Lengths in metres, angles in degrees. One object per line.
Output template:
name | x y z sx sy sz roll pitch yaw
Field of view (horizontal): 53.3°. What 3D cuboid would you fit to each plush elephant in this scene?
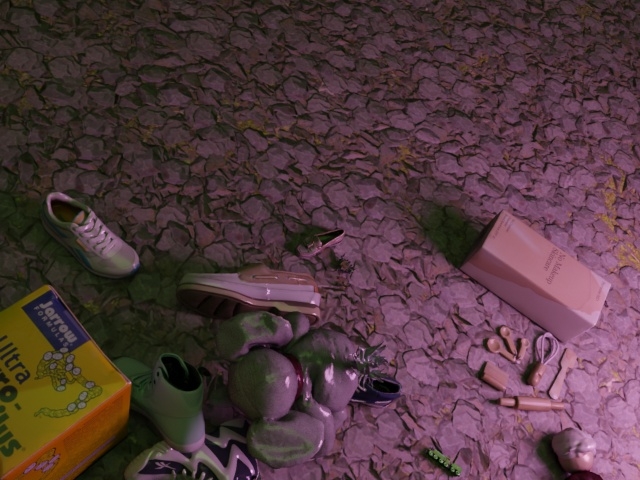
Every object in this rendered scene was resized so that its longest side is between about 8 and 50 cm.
plush elephant | -0.070 0.250 1.106 0.255 0.330 0.272 0 68 -34

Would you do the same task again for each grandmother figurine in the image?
grandmother figurine | 0.546 0.551 1.288 0.207 0.104 0.342 22 50 -38

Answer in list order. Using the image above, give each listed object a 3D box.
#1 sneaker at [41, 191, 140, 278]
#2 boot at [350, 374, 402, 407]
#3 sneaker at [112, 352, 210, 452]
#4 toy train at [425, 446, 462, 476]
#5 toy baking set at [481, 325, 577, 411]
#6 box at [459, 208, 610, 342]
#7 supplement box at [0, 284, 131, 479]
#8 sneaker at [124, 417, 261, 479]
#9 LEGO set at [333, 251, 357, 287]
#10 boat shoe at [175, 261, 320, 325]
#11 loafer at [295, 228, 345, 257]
sneaker | -0.463 -0.008 1.275 0.228 0.092 0.087 34 56 1
boot | 0.066 0.287 1.282 0.190 0.086 0.069 12 59 -11
sneaker | -0.284 0.237 1.119 0.256 0.151 0.094 28 30 34
toy train | 0.250 0.448 1.292 0.083 0.017 0.024 36 48 4
toy baking set | 0.482 0.292 1.444 0.256 0.030 0.197 11 59 -11
box | 0.508 0.085 1.514 0.311 0.121 0.148 34 57 3
supplement box | -0.432 0.257 0.980 0.195 0.356 0.194 -37 77 -31
sneaker | -0.210 0.420 1.114 0.235 0.094 0.153 -8 56 -33
LEGO set | 0.052 0.069 1.441 0.054 0.023 0.083 24 71 -1
boat shoe | -0.145 0.103 1.311 0.302 0.113 0.103 13 57 -23
loafer | 0.000 0.000 1.448 0.125 0.039 0.045 -21 71 -27
